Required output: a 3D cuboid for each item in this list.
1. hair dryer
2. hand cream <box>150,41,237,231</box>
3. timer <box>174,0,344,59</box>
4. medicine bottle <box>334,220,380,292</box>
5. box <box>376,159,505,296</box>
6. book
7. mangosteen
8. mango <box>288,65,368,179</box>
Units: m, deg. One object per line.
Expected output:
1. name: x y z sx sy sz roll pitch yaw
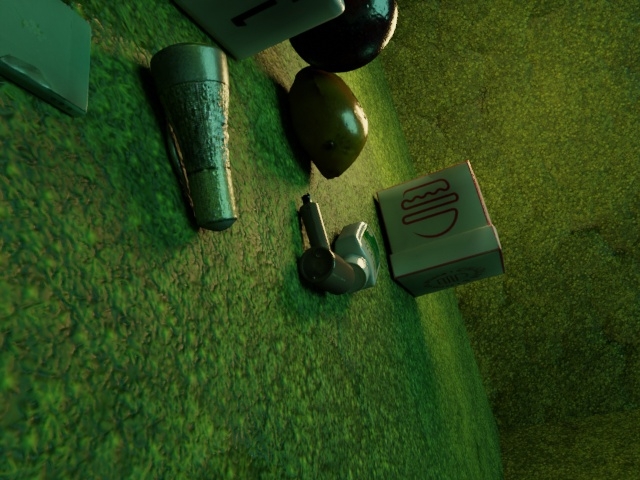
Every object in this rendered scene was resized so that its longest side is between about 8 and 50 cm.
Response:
1. hair dryer: 0.000 0.000 0.842 0.117 0.064 0.181 36 35 -62
2. hand cream: -0.131 -0.110 0.549 0.084 0.084 0.203 -13 93 -72
3. timer: -0.099 -0.416 0.709 0.194 0.195 0.192 20 55 -66
4. medicine bottle: 0.074 0.038 0.997 0.183 0.070 0.119 -56 129 -65
5. box: 0.380 -0.021 1.545 0.314 0.313 0.299 36 38 -62
6. book: -0.236 -0.170 0.375 0.135 0.017 0.103 33 46 -61
7. mangosteen: 0.029 -0.420 0.901 0.216 0.216 0.216 -17 90 -72
8. mango: 0.010 -0.255 0.974 0.166 0.136 0.235 43 25 -44
